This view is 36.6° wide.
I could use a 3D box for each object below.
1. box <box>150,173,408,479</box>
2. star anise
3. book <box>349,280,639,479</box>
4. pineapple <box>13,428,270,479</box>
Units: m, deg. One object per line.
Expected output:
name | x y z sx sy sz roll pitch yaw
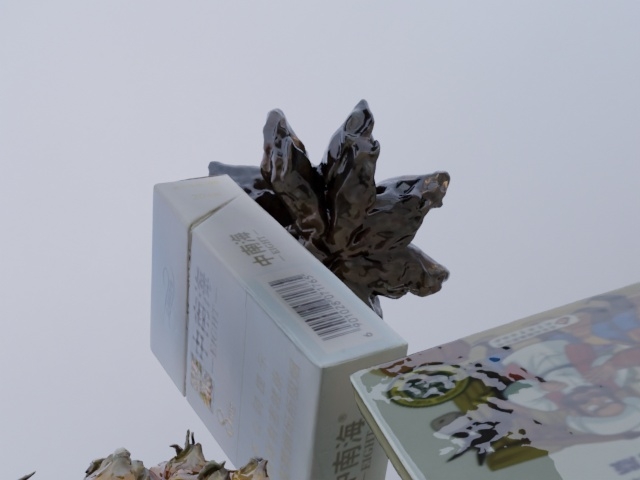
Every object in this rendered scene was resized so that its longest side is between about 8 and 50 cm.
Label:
box | -0.043 0.073 0.671 0.067 0.243 0.155 -11 -57 -31
star anise | -0.001 -0.001 0.863 0.223 0.236 0.109 -44 9 26
book | 0.143 0.092 0.417 0.202 0.264 0.027 -15 -69 -9
pineapple | -0.024 0.137 0.308 0.137 0.176 0.161 -35 -21 32
